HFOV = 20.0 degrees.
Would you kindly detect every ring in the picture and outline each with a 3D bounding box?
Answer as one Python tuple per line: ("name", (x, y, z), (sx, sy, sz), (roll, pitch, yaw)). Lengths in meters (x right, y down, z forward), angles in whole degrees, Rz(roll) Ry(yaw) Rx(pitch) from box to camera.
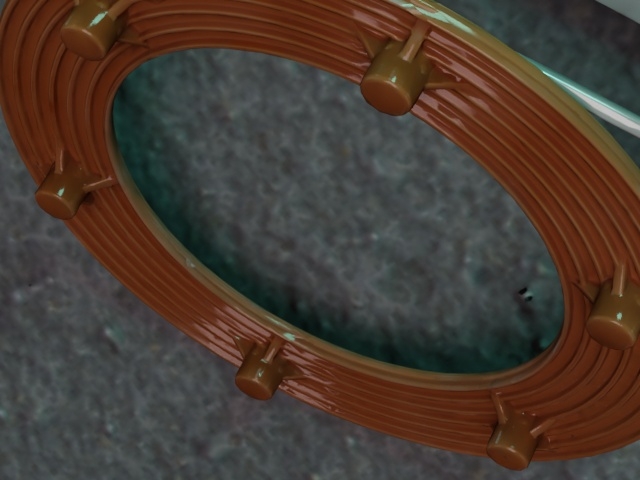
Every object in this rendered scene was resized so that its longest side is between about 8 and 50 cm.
("ring", (0.000, 0.000, 0.783), (0.337, 0.032, 0.336), (22, 150, 13))

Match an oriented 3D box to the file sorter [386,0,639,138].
("file sorter", (0.139, -0.203, 0.678), (0.193, 0.173, 0.277), (28, 116, 2))
